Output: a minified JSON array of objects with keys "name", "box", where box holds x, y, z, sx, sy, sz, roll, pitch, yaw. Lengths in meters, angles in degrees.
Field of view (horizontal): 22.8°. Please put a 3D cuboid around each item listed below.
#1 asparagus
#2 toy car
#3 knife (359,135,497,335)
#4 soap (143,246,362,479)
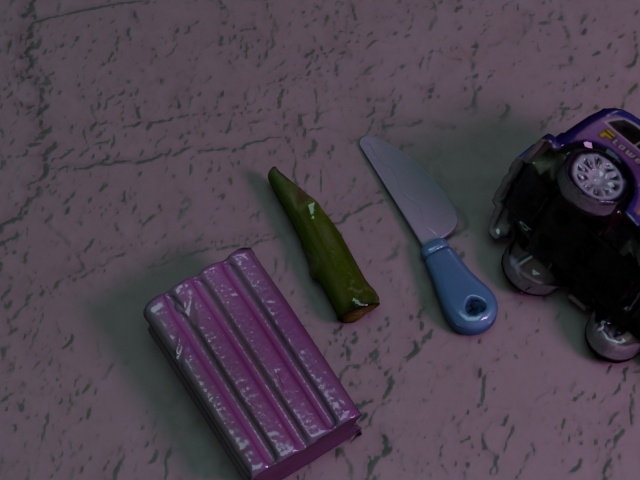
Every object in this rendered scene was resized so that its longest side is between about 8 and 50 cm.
[{"name":"asparagus","box":[0.000,0.000,1.535,0.045,0.041,0.178,-43,62,30]},{"name":"toy car","box":[0.287,-0.008,1.475,0.235,0.172,0.158,44,57,15]},{"name":"knife","box":[0.108,-0.014,1.552,0.058,0.032,0.244,-21,61,-7]},{"name":"soap","box":[-0.064,0.118,1.463,0.122,0.065,0.203,-29,67,-13]}]
